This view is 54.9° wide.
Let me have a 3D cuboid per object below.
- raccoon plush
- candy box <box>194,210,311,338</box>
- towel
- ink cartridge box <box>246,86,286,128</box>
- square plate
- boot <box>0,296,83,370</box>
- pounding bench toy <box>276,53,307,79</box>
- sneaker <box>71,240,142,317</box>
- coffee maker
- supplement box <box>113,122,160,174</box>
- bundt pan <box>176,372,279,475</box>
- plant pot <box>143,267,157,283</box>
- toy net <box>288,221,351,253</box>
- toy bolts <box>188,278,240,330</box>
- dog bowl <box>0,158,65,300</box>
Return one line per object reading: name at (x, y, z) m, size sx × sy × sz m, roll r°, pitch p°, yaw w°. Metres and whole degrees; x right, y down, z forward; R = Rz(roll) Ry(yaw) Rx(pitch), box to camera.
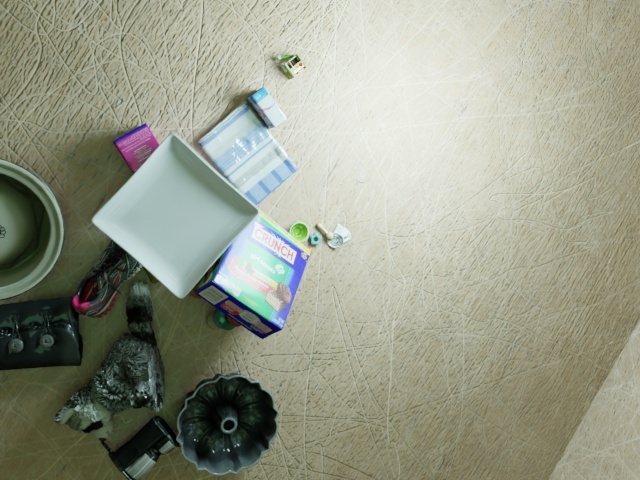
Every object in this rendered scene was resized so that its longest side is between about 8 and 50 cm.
raccoon plush at (-0.644, 0.369, 1.873) m, size 0.298 × 0.216 × 0.447 m, roll -8°, pitch 67°, yaw -3°
candy box at (-0.196, 0.092, 1.891) m, size 0.268 × 0.122 × 0.317 m, roll 38°, pitch 47°, yaw -22°
towel at (-0.229, -0.273, 1.974) m, size 0.209 × 0.034 × 0.285 m, roll -41°, pitch 107°, yaw -9°
ink cartridge box at (-0.170, -0.416, 1.947) m, size 0.052 × 0.088 × 0.122 m, roll -42°, pitch 106°, yaw -10°
square plate at (-0.412, -0.071, 1.777) m, size 0.344 × 0.049 × 0.347 m, roll 42°, pitch 85°, yaw -4°
boot at (-0.915, 0.360, 1.770) m, size 0.444 × 0.146 × 0.368 m, roll -6°, pitch 100°, yaw -22°
pounding bench toy at (-0.092, -0.572, 1.976) m, size 0.065 × 0.052 × 0.083 m, roll -42°, pitch 106°, yaw -10°
sneaker at (-0.617, 0.091, 1.818) m, size 0.120 × 0.112 × 0.299 m, roll 24°, pitch 80°, yaw 12°
coffee maker at (-0.556, 0.633, 1.918) m, size 0.178 × 0.120 × 0.171 m, roll -42°, pitch 106°, yaw -10°
supplement box at (-0.512, -0.226, 1.844) m, size 0.113 × 0.111 × 0.220 m, roll -31°, pitch 105°, yaw -12°
bundt pan at (-0.306, 0.577, 1.992) m, size 0.330 × 0.124 × 0.331 m, roll -2°, pitch 96°, yaw -18°
plant pot at (-0.498, 0.085, 1.897) m, size 0.081 × 0.083 × 0.082 m, roll -28°, pitch 105°, yaw -13°
toy net at (0.000, 0.000, 2.072) m, size 0.232 × 0.045 × 0.122 m, roll 2°, pitch 95°, yaw -19°
toy bolts at (-0.317, 0.172, 1.967) m, size 0.218 × 0.158 × 0.229 m, roll -28°, pitch 95°, yaw -55°
dog bowl at (-0.913, -0.046, 1.672) m, size 0.407 × 0.150 × 0.408 m, roll -8°, pitch 112°, yaw -21°
